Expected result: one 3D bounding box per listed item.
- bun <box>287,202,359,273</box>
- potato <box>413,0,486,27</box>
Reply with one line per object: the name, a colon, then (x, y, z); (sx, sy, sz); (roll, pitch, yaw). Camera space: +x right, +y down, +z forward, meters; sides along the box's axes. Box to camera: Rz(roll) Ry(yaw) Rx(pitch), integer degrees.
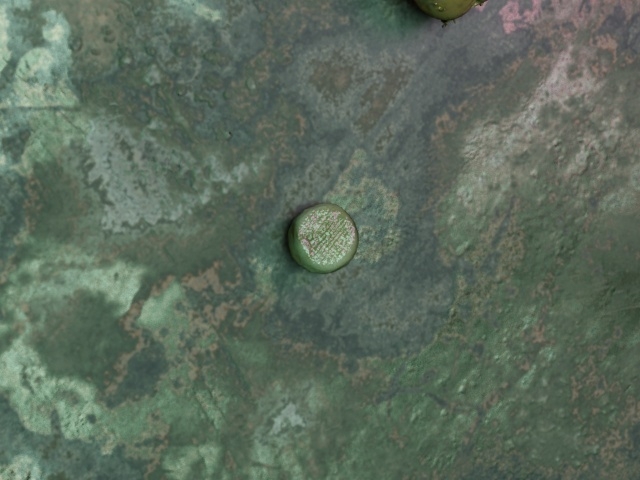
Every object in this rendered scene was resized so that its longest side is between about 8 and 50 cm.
bun: (0.000, 0.000, 1.673); (0.086, 0.055, 0.086); (3, 79, -18)
potato: (0.174, -0.373, 1.667); (0.161, 0.128, 0.235); (35, 77, -23)
